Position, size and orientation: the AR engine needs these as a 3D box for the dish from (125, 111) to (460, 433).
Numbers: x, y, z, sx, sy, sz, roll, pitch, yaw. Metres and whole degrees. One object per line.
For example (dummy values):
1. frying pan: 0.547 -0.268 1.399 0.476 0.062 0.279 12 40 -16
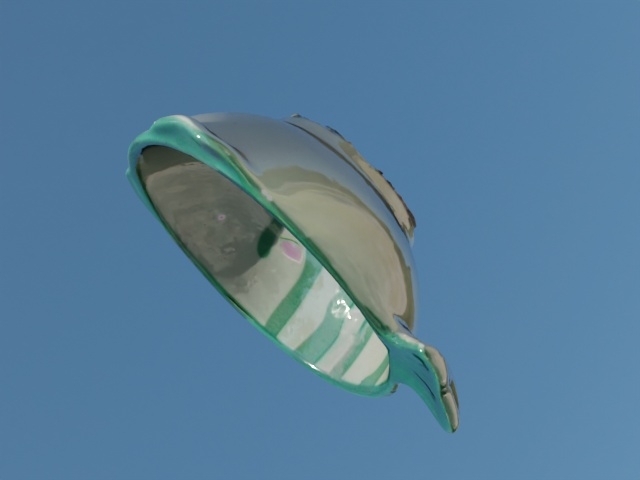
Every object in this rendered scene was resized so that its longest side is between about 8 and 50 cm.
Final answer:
1. dish: 0.000 0.000 0.761 0.078 0.246 0.224 -45 -34 -19
